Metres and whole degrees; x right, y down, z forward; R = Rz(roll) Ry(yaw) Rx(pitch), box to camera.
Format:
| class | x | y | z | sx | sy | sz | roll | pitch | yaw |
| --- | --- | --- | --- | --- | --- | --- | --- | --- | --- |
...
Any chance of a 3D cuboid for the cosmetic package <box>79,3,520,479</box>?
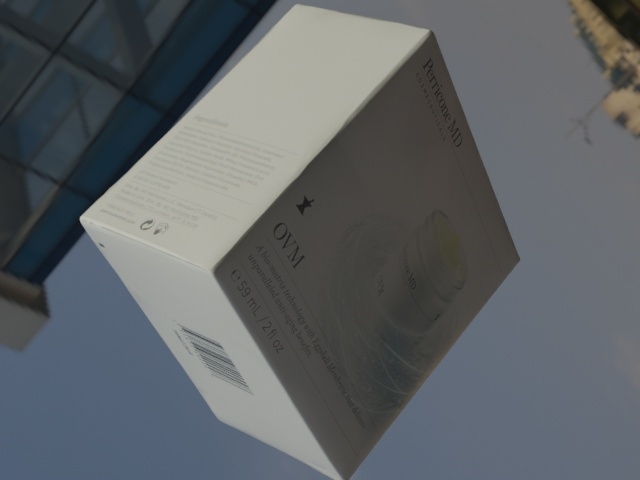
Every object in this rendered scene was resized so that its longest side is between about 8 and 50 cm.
| class | x | y | z | sx | sy | sz | roll | pitch | yaw |
| --- | --- | --- | --- | --- | --- | --- | --- | --- | --- |
| cosmetic package | 0.000 | 0.000 | 0.848 | 0.138 | 0.225 | 0.224 | 19 | 149 | 41 |
